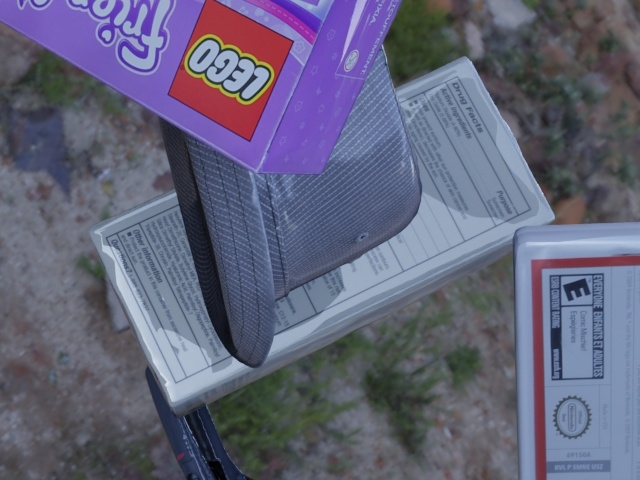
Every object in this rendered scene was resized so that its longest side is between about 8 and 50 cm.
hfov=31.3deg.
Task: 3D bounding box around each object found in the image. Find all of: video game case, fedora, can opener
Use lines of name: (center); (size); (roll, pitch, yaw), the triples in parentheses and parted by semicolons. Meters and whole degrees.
video game case: (0.234, 0.085, 0.521); (0.025, 0.285, 0.204); (-73, 159, -66)
fedora: (-0.019, -0.061, 0.628); (0.124, 0.275, 0.244); (-13, 71, -8)
can opener: (-0.103, 0.184, 0.975); (0.059, 0.073, 0.186); (-6, 64, -58)

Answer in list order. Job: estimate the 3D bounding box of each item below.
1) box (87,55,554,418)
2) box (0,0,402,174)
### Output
box: (0.000, 0.000, 0.862); (0.311, 0.121, 0.148); (-24, 80, -10)
box: (-0.084, -0.180, 0.447); (0.293, 0.201, 0.057); (32, 15, 21)
